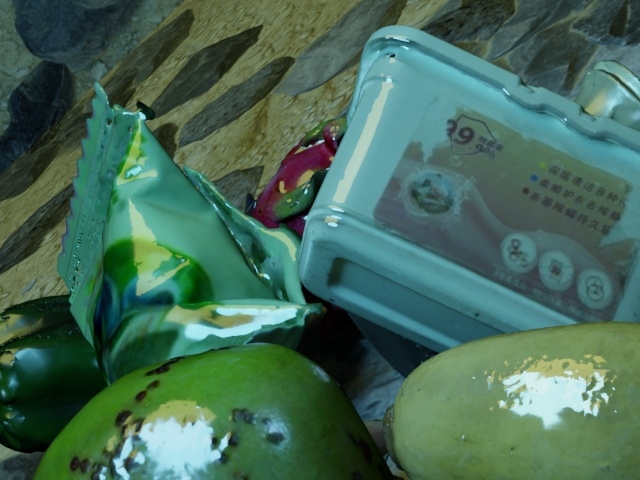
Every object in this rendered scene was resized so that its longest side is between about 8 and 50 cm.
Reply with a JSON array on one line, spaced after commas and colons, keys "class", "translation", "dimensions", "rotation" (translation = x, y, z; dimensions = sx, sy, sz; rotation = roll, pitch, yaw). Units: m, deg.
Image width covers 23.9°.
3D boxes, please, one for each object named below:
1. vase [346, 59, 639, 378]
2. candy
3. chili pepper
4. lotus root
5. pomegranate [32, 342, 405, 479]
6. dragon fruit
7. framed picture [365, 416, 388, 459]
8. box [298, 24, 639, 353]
[{"class": "vase", "translation": [0.167, -0.024, 1.365], "dimensions": [0.321, 0.173, 0.173], "rotation": [-35, 20, -11]}, {"class": "candy", "translation": [-0.158, 0.048, 1.456], "dimensions": [0.398, 0.172, 0.263], "rotation": [48, 123, 36]}, {"class": "chili pepper", "translation": [-0.246, 0.142, 1.660], "dimensions": [0.261, 0.174, 0.165], "rotation": [-7, 1, -31]}, {"class": "lotus root", "translation": [0.169, 0.129, 1.023], "dimensions": [0.303, 0.146, 0.131], "rotation": [-4, 10, 32]}, {"class": "pomegranate", "translation": [-0.062, 0.188, 1.123], "dimensions": [0.291, 0.291, 0.323], "rotation": [-19, 23, 41]}, {"class": "dragon fruit", "translation": [0.010, -0.001, 1.539], "dimensions": [0.273, 0.198, 0.218], "rotation": [-50, 42, 37]}, {"class": "framed picture", "translation": [0.032, 0.185, 1.346], "dimensions": [0.089, 0.006, 0.066], "rotation": [-19, 28, 39]}, {"class": "box", "translation": [0.138, -0.003, 1.170], "dimensions": [0.175, 0.312, 0.182], "rotation": [104, -168, -64]}]
